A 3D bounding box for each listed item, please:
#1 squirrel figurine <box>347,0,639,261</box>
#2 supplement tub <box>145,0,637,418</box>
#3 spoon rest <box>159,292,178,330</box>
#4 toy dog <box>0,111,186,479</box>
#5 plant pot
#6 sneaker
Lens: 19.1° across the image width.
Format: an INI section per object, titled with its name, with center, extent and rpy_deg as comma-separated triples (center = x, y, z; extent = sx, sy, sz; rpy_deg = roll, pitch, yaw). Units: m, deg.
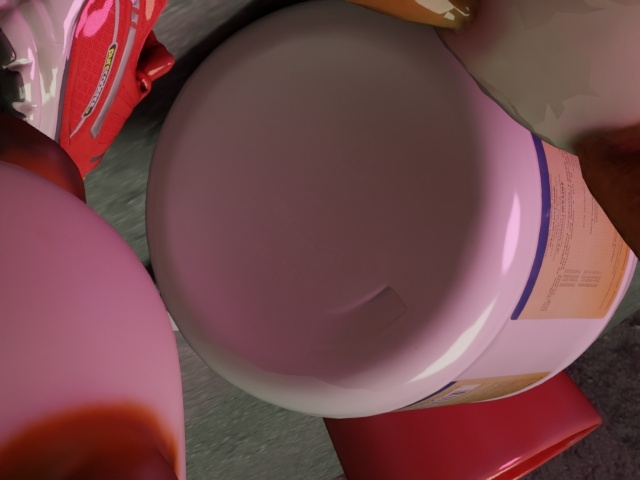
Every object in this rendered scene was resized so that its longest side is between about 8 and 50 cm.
[squirrel figurine]
center = 0.223, -0.211, 0.838
extent = 0.370, 0.281, 0.397
rpy_deg = -49, 175, 27
[supplement tub]
center = 0.060, -0.014, 1.139
extent = 0.228, 0.228, 0.316
rpy_deg = -35, 165, 18
[spoon rest]
center = 0.000, 0.000, 1.434
extent = 0.276, 0.084, 0.137
rpy_deg = -30, 168, -9
[toy dog]
center = -0.242, 0.069, 0.559
extent = 0.407, 0.284, 0.395
rpy_deg = -2, 119, -20
[plant pot]
center = 0.115, 0.150, 1.948
extent = 0.275, 0.243, 0.275
rpy_deg = -29, 168, -7
[sneaker]
center = -0.122, -0.056, 0.865
extent = 0.118, 0.107, 0.279
rpy_deg = -36, 174, -25
